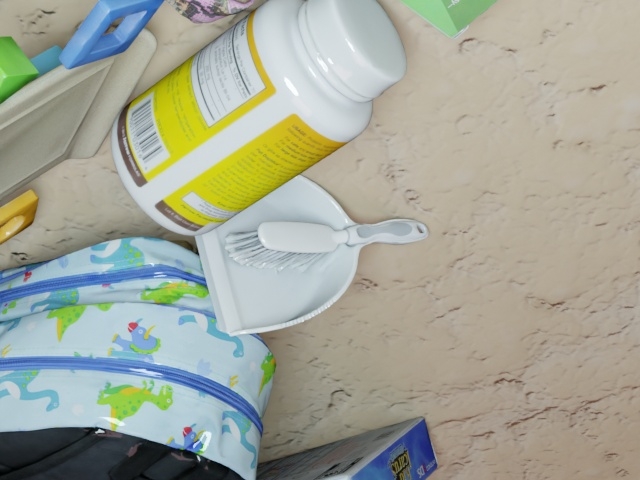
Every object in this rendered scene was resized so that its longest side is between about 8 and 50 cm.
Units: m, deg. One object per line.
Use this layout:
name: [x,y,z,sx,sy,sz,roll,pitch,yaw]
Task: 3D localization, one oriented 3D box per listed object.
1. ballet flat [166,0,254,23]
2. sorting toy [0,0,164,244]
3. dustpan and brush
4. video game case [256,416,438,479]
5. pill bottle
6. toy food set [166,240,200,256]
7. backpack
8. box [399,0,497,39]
ballet flat: [-0.141,-0.208,0.947,0.079,0.077,0.221,-30,135,33]
sorting toy: [-0.228,-0.078,1.025,0.047,0.196,0.348,51,142,7]
dustpan and brush: [0.000,0.000,1.166,0.211,0.147,0.060,1,156,-43]
video game case: [-0.036,0.251,1.348,0.244,0.061,0.269,-17,178,19]
pill bottle: [-0.044,-0.099,1.034,0.215,0.117,0.117,-31,130,29]
toy food set: [-0.128,0.033,1.253,0.078,0.019,0.122,17,135,-19]
backpack: [-0.204,0.138,1.206,0.290,0.273,0.355,34,159,-33]
box: [0.053,-0.286,0.876,0.322,0.058,0.232,32,128,-30]
